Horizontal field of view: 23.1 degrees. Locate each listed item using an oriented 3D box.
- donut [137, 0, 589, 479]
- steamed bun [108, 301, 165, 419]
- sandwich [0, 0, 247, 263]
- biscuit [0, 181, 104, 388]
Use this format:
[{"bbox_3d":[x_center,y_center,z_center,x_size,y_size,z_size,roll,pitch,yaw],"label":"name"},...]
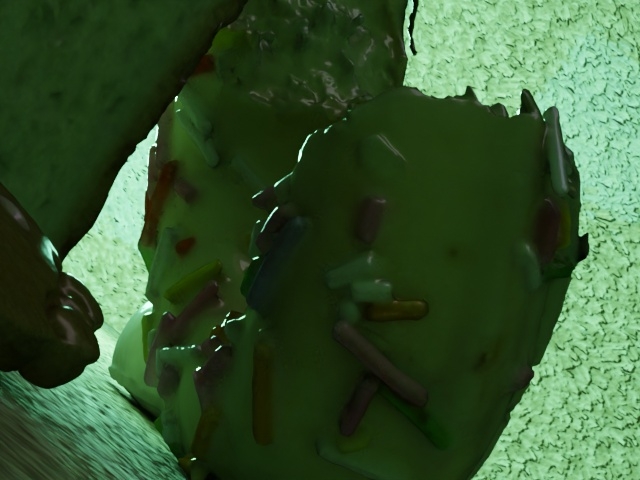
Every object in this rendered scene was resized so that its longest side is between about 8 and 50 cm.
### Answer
[{"bbox_3d":[-0.004,0.002,0.864,0.150,0.307,0.371,6,26,-19],"label":"donut"},{"bbox_3d":[-0.031,0.109,1.090,0.228,0.130,0.177,34,-8,20],"label":"steamed bun"},{"bbox_3d":[-0.201,-0.156,0.770,0.131,0.262,0.325,18,-17,49],"label":"sandwich"},{"bbox_3d":[-0.174,-0.042,0.589,0.249,0.035,0.184,48,8,9],"label":"biscuit"}]
